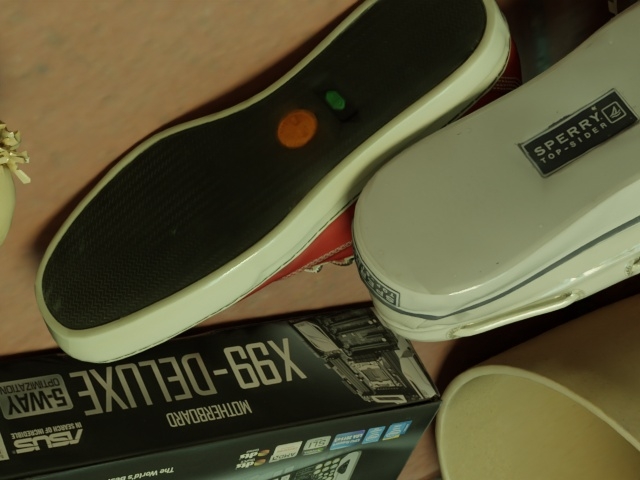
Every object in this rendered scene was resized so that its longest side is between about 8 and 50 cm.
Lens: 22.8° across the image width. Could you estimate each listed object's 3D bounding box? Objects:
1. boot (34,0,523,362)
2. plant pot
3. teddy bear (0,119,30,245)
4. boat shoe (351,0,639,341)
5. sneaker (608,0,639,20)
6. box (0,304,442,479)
[{"bbox_3d":[0.000,0.000,0.746,0.244,0.088,0.176,-34,147,1],"label":"boot"},{"bbox_3d":[0.256,0.121,0.975,0.274,0.256,0.256,-31,150,-27],"label":"plant pot"},{"bbox_3d":[-0.260,0.004,0.529,0.338,0.113,0.245,-13,173,-27],"label":"teddy bear"},{"bbox_3d":[0.139,-0.034,0.687,0.267,0.096,0.088,-31,155,-8],"label":"boat shoe"},{"bbox_3d":[0.152,-0.121,0.736,0.064,0.061,0.158,13,133,-10],"label":"sneaker"},{"bbox_3d":[-0.115,0.155,0.869,0.307,0.076,0.242,-7,141,-29],"label":"box"}]
